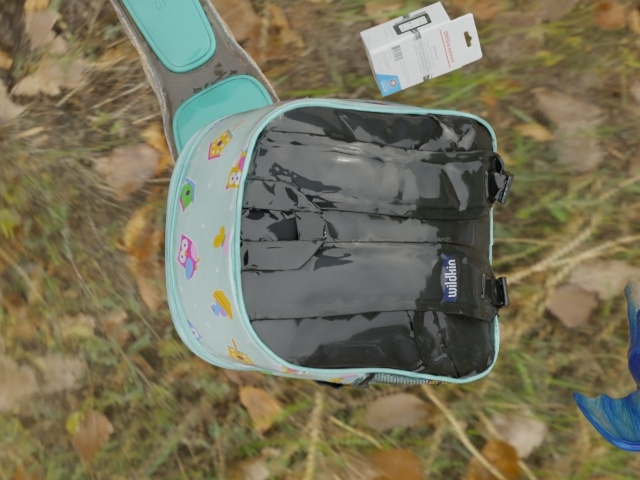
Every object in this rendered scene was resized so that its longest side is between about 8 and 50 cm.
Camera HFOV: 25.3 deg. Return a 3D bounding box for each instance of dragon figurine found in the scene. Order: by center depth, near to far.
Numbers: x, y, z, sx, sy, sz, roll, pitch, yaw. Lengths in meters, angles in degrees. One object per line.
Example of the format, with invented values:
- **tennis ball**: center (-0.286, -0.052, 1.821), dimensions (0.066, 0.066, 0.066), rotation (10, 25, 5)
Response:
- **dragon figurine**: center (0.237, 0.114, 0.991), dimensions (0.085, 0.289, 0.144), rotation (30, 96, -25)

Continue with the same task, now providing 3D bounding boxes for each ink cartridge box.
- **ink cartridge box**: center (0.078, -0.150, 1.097), dimensions (0.083, 0.028, 0.048), rotation (-20, 136, 1)

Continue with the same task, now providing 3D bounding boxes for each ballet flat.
- **ballet flat**: center (-0.093, -0.126, 1.256), dimensions (0.108, 0.106, 0.316), rotation (-22, 74, 2)

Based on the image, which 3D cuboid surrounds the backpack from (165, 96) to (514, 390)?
- **backpack**: center (0.000, 0.000, 0.810), dimensions (0.188, 0.144, 0.165), rotation (2, 91, -44)
